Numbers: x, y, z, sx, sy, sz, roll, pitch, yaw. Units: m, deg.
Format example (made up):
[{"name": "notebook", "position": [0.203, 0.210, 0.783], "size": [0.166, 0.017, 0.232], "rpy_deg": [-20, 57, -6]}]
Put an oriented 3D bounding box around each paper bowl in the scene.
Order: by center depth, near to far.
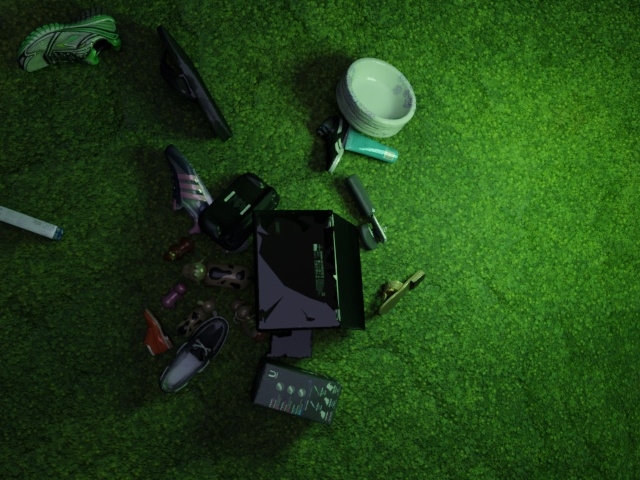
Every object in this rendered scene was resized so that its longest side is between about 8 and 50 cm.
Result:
[{"name": "paper bowl", "position": [0.188, -0.499, 1.952], "size": [0.284, 0.148, 0.284], "rpy_deg": [10, 63, -21]}]

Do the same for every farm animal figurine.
[{"name": "farm animal figurine", "position": [-0.371, 0.137, 1.783], "size": [0.327, 0.172, 0.330], "rpy_deg": [-9, 87, -14]}]

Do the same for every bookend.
[{"name": "bookend", "position": [-0.108, 0.324, 1.875], "size": [0.157, 0.072, 0.156], "rpy_deg": [3, 83, -11]}]

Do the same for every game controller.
[{"name": "game controller", "position": [-0.269, -0.105, 1.830], "size": [0.166, 0.067, 0.319], "rpy_deg": [35, 50, 3]}]

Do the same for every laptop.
[{"name": "laptop", "position": [-0.026, 0.111, 1.805], "size": [0.408, 0.236, 0.381], "rpy_deg": [-1, 77, -12]}]

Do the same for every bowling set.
[{"name": "bowling set", "position": [-0.187, 0.224, 1.761], "size": [0.287, 0.200, 0.154], "rpy_deg": [-35, 91, 14]}]

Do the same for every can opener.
[{"name": "can opener", "position": [0.158, -0.104, 1.970], "size": [0.093, 0.074, 0.280], "rpy_deg": [-24, 90, -15]}]

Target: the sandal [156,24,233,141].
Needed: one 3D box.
[{"name": "sandal", "position": [-0.455, -0.524, 1.843], "size": [0.107, 0.167, 0.445], "rpy_deg": [-30, 91, 5]}]

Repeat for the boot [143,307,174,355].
[{"name": "boot", "position": [-0.557, 0.303, 1.791], "size": [0.085, 0.059, 0.158], "rpy_deg": [-28, 92, -8]}]

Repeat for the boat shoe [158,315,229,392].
[{"name": "boat shoe", "position": [-0.412, 0.381, 1.795], "size": [0.114, 0.091, 0.302], "rpy_deg": [37, 79, -6]}]

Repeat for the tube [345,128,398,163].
[{"name": "tube", "position": [0.186, -0.337, 1.984], "size": [0.207, 0.052, 0.080], "rpy_deg": [17, 71, -24]}]

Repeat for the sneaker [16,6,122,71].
[{"name": "sneaker", "position": [-0.821, -0.637, 1.782], "size": [0.344, 0.134, 0.146], "rpy_deg": [-30, 92, -14]}]

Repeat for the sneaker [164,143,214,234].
[{"name": "sneaker", "position": [-0.460, -0.168, 1.827], "size": [0.131, 0.112, 0.319], "rpy_deg": [-32, 91, -16]}]

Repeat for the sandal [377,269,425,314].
[{"name": "sandal", "position": [0.273, 0.173, 1.983], "size": [0.240, 0.088, 0.079], "rpy_deg": [-36, 61, -20]}]

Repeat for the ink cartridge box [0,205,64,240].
[{"name": "ink cartridge box", "position": [-0.933, -0.057, 1.723], "size": [0.207, 0.097, 0.046], "rpy_deg": [21, 81, -10]}]

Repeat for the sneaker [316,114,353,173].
[{"name": "sneaker", "position": [0.029, -0.353, 1.971], "size": [0.121, 0.079, 0.216], "rpy_deg": [24, 72, -6]}]

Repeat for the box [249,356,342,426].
[{"name": "box", "position": [-0.085, 0.500, 1.816], "size": [0.270, 0.165, 0.143], "rpy_deg": [18, 82, -10]}]
